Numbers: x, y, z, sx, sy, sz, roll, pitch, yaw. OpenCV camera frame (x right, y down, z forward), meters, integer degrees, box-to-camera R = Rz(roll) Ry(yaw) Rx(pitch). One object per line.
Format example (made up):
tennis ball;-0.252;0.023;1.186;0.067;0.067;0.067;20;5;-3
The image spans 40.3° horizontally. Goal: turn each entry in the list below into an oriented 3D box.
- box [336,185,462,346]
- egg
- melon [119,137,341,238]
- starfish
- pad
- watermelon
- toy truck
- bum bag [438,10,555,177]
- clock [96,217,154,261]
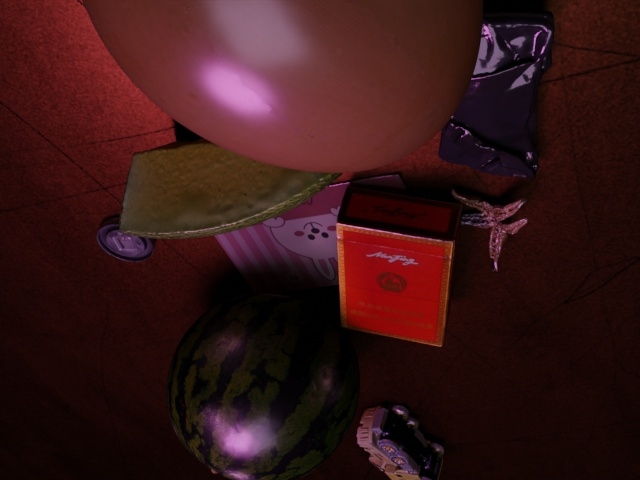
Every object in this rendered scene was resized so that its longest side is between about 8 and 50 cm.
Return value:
box;0.102;0.040;1.166;0.153;0.074;0.240;13;143;14
egg;-0.029;-0.217;0.724;0.374;0.301;0.301;41;133;-17
melon;-0.063;-0.086;1.017;0.323;0.196;0.124;-12;108;20
starfish;0.217;-0.017;1.112;0.133;0.041;0.130;17;143;37
pad;0.000;0.000;1.210;0.299;0.005;0.202;-8;136;22
watermelon;-0.083;0.218;1.284;0.285;0.285;0.285;7;140;6
toy truck;0.130;0.372;1.559;0.116;0.085;0.191;-11;133;38
bum bag;0.186;-0.149;0.946;0.123;0.060;0.248;1;140;11
clock;-0.282;-0.001;1.266;0.085;0.017;0.085;7;141;6
